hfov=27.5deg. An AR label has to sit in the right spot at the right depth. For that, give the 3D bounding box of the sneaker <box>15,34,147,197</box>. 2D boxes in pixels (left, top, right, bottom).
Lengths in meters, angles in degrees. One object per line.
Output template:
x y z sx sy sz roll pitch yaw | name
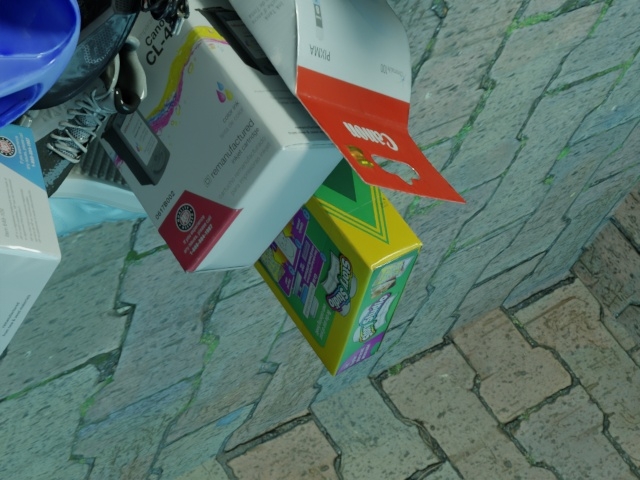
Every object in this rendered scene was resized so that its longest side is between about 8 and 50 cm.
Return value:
-0.270 -0.141 1.489 0.086 0.132 0.229 19 92 -48 | sneaker

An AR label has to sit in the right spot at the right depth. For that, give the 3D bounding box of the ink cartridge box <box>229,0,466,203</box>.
0.038 -0.224 1.567 0.091 0.385 0.308 -42 159 19 | ink cartridge box

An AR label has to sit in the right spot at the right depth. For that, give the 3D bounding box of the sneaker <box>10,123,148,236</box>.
-0.338 -0.061 1.680 0.366 0.135 0.150 6 135 -46 | sneaker

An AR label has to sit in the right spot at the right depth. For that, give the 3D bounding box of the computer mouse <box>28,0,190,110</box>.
-0.248 -0.225 1.421 0.272 0.188 0.072 -34 139 16 | computer mouse

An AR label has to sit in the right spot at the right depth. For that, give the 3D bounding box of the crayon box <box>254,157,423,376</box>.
0.000 0.000 2.086 0.106 0.313 0.363 -28 158 -23 | crayon box

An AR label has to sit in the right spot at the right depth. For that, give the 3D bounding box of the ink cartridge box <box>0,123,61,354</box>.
-0.449 -0.011 1.376 0.270 0.198 0.197 10 134 -35 | ink cartridge box

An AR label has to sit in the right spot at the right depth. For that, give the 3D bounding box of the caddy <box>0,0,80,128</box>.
-0.389 -0.189 1.237 0.341 0.179 0.241 -11 146 -50 | caddy

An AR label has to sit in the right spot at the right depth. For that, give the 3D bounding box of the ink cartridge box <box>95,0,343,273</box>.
-0.140 -0.146 1.554 0.131 0.306 0.226 -10 146 -50 | ink cartridge box
